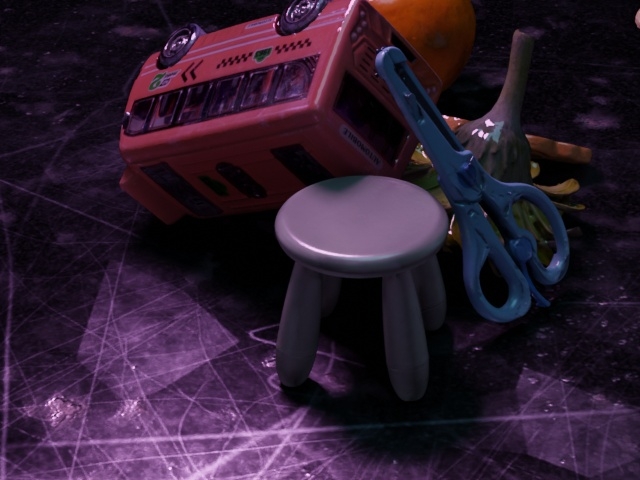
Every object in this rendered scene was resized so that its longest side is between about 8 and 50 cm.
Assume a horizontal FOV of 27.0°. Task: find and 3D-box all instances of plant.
[{"bbox_3d":[0.239,-0.083,1.726,0.261,0.297,0.306,47,19,-3],"label":"plant"}]

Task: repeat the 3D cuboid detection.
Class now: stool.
[{"bbox_3d":[0.051,0.053,1.535,0.195,0.199,0.195,4,31,13],"label":"stool"}]

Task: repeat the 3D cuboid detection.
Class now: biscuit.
[{"bbox_3d":[0.274,-0.142,1.930,0.236,0.040,0.144,14,7,-2],"label":"biscuit"}]

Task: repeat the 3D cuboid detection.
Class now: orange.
[{"bbox_3d":[0.113,-0.327,2.087,0.261,0.261,0.261,-1,32,1],"label":"orange"}]

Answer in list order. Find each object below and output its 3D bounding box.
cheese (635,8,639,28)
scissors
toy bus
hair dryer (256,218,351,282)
[{"bbox_3d":[0.604,-0.392,2.378,0.083,0.030,0.044,12,55,13],"label":"cheese"},{"bbox_3d":[0.178,-0.069,1.578,0.032,0.393,0.180,-6,35,51],"label":"scissors"},{"bbox_3d":[-0.070,-0.158,1.734,0.426,0.203,0.233,-7,52,44],"label":"toy bus"},{"bbox_3d":[0.008,-0.006,1.779,0.173,0.050,0.195,-21,34,-33],"label":"hair dryer"}]
